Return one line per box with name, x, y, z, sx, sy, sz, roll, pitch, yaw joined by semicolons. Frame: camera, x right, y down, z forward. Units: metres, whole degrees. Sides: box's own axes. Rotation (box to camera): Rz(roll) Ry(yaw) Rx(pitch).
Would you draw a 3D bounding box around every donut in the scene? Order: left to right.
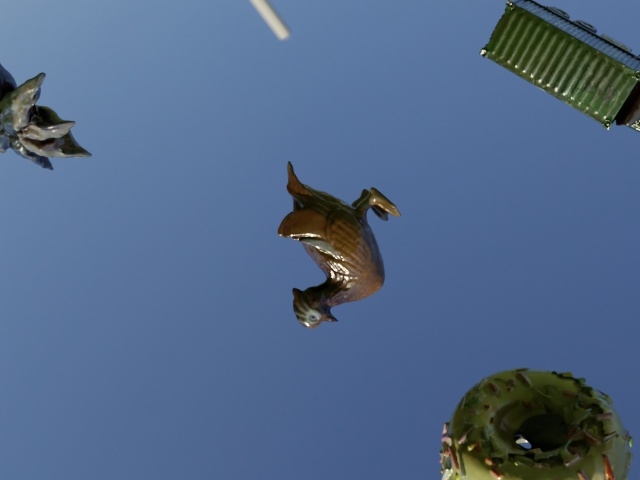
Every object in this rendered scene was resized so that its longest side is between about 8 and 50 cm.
donut;0.189;0.177;0.798;0.174;0.068;0.175;-7;-150;4

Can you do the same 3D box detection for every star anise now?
star anise;-0.370;-0.146;1.114;0.204;0.181;0.061;-1;-129;40

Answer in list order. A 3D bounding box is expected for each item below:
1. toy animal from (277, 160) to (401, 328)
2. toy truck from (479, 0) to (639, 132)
toy animal;0.000;0.000;1.085;0.179;0.188;0.089;-47;-175;-7
toy truck;0.347;-0.219;1.150;0.121;0.259;0.088;-37;157;-57
